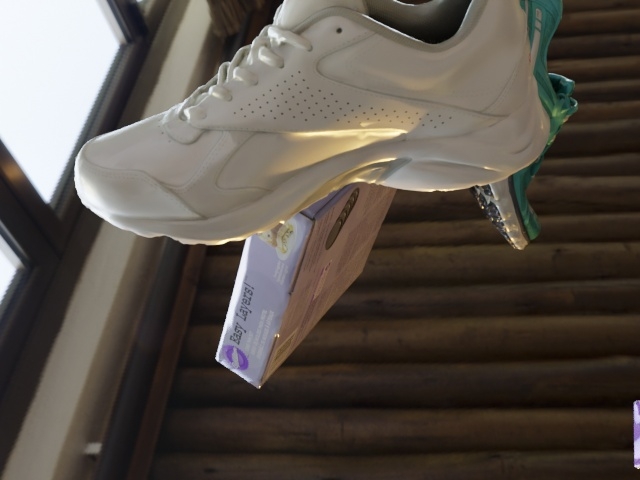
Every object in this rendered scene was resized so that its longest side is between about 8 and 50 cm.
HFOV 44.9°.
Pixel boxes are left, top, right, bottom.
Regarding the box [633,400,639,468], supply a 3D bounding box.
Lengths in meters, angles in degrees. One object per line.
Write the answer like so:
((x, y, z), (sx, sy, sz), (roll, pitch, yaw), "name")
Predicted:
((0.415, 0.159, 0.565), (0.294, 0.201, 0.057), (15, -113, -17), "box")

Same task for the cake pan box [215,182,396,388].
((0.000, 0.000, 0.829), (0.070, 0.266, 0.246), (32, -135, 15), "cake pan box")

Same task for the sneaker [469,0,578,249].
((0.174, -0.095, 0.674), (0.110, 0.275, 0.107), (-23, -133, -1), "sneaker")

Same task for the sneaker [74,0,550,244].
((-0.012, -0.075, 0.367), (0.232, 0.115, 0.090), (-14, -144, 1), "sneaker")
